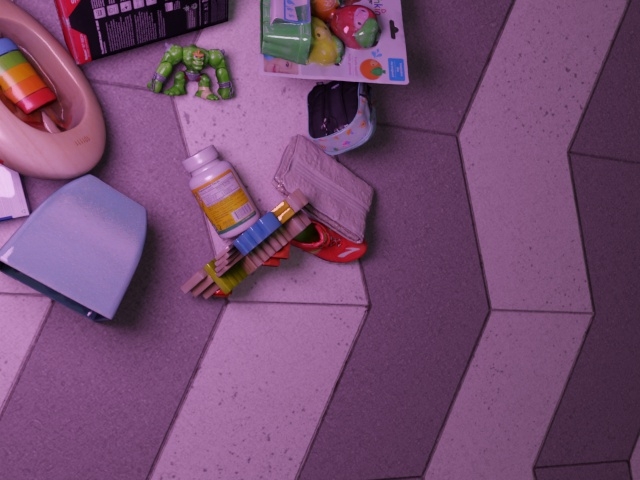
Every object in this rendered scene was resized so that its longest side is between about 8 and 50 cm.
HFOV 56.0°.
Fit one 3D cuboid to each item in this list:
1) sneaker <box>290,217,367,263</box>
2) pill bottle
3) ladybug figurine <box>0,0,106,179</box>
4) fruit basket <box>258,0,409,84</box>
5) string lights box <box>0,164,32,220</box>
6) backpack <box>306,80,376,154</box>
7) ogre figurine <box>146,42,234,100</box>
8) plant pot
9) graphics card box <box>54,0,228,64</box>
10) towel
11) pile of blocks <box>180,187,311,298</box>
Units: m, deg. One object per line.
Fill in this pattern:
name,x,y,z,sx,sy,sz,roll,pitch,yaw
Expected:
sneaker,0.000,0.000,1.535,0.279,0.118,0.107,14,91,-20
pill bottle,-0.241,-0.117,1.438,0.117,0.117,0.208,-33,105,-15
ladybug figurine,-0.637,-0.308,1.222,0.449,0.162,0.305,57,36,-11
fruit basket,0.029,-0.522,1.423,0.353,0.165,0.327,0,70,-3
string lights box,-0.766,-0.091,1.270,0.259,0.077,0.133,-13,98,-19
backpack,0.054,-0.301,1.481,0.144,0.165,0.188,48,35,-42
ogre figurine,-0.300,-0.396,1.411,0.197,0.097,0.118,6,111,-6
plant pot,-0.509,0.006,1.292,0.248,0.247,0.252,33,69,-19
graphics card box,-0.373,-0.536,1.275,0.371,0.233,0.094,-25,64,-22
towel,0.016,-0.134,1.525,0.282,0.049,0.187,32,51,-21
pile of blocks,-0.155,0.037,1.402,0.362,0.149,0.113,-40,93,11
